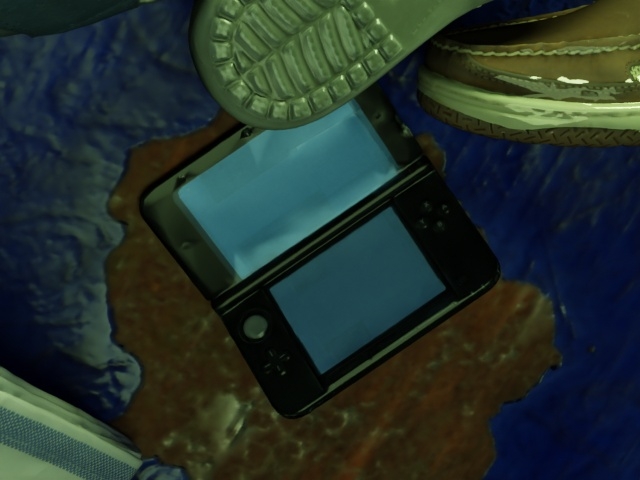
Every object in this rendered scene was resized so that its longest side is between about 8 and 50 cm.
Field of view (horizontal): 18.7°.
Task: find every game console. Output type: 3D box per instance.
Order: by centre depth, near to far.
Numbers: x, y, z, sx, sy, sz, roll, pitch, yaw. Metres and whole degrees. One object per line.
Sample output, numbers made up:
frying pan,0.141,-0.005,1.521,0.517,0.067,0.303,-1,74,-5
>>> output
game console,0.000,0.000,0.872,0.122,0.107,0.071,-34,151,4

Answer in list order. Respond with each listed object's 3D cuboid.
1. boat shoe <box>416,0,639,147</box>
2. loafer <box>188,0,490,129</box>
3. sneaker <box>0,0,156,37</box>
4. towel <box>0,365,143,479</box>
boat shoe,0.162,-0.099,0.861,0.257,0.095,0.095,-5,109,-23
loafer,0.044,-0.135,0.806,0.251,0.087,0.094,-30,110,-16
sneaker,-0.115,-0.230,0.687,0.236,0.130,0.323,-19,118,-18
towel,-0.208,0.171,0.841,0.285,0.034,0.209,-49,156,0
